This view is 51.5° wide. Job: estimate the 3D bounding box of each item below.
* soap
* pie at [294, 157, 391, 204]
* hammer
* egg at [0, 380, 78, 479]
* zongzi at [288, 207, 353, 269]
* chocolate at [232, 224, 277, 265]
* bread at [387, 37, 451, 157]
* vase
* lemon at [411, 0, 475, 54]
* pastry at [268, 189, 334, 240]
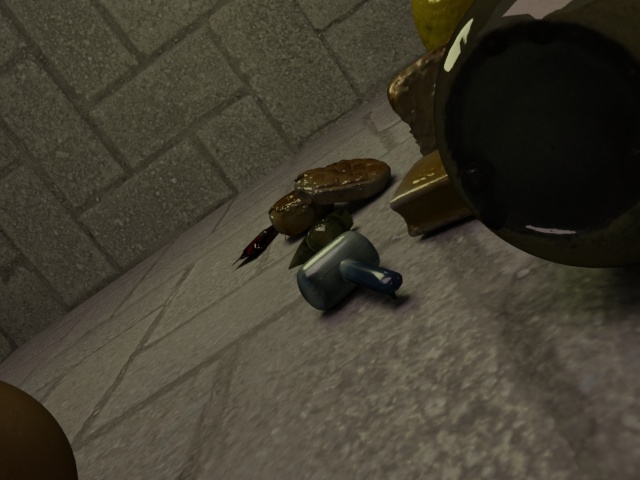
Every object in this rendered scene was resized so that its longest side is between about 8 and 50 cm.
[{"bbox_3d":[0.214,-0.095,0.855,0.232,0.073,0.140,-23,22,41],"label":"soap"},{"bbox_3d":[0.044,-0.121,1.321,0.195,0.046,0.195,-8,24,4],"label":"pie"},{"bbox_3d":[0.046,0.044,0.821,0.116,0.069,0.194,-38,17,-15],"label":"hammer"},{"bbox_3d":[-0.377,0.273,0.552,0.301,0.301,0.374,-24,7,44],"label":"egg"},{"bbox_3d":[0.000,0.000,1.152,0.113,0.052,0.104,-43,-2,36],"label":"zongzi"},{"bbox_3d":[-0.141,-0.002,1.557,0.086,0.028,0.182,-29,15,37],"label":"chocolate"},{"bbox_3d":[0.193,-0.211,1.088,0.224,0.184,0.211,-36,11,-13],"label":"bread"},{"bbox_3d":[0.279,-0.113,0.509,0.329,0.241,0.302,16,33,39],"label":"vase"},{"bbox_3d":[0.361,-0.539,1.432,0.349,0.387,0.350,-15,11,3],"label":"lemon"},{"bbox_3d":[-0.040,-0.068,1.410,0.153,0.081,0.153,-34,8,6],"label":"pastry"}]
